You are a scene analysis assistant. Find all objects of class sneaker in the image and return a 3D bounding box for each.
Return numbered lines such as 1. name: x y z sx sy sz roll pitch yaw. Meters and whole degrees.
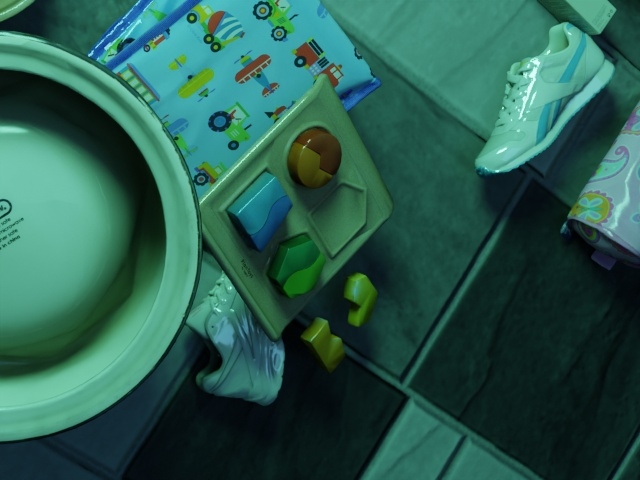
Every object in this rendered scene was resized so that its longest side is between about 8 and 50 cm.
1. sneaker: 0.255 -0.166 1.821 0.092 0.087 0.229 47 70 -13
2. sneaker: -0.094 0.072 1.690 0.115 0.090 0.232 4 93 -20

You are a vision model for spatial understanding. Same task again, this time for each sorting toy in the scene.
1. sorting toy: 0.000 0.000 1.638 0.229 0.041 0.307 -49 134 -20

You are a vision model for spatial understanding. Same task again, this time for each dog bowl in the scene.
1. dog bowl: -0.326 -0.011 1.503 0.407 0.150 0.408 -2 104 -9

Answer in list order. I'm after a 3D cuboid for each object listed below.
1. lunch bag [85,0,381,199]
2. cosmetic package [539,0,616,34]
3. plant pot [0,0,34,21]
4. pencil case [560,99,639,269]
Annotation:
1. lunch bag: -0.122 -0.165 1.629 0.293 0.138 0.221 -43 121 -4
2. cosmetic package: 0.300 -0.302 1.833 0.115 0.060 0.041 40 79 -23
3. plant pot: -0.378 -0.329 1.508 0.237 0.109 0.237 -2 96 -24
4. pencil case: 0.425 -0.098 1.882 0.124 0.124 0.284 36 82 -23
